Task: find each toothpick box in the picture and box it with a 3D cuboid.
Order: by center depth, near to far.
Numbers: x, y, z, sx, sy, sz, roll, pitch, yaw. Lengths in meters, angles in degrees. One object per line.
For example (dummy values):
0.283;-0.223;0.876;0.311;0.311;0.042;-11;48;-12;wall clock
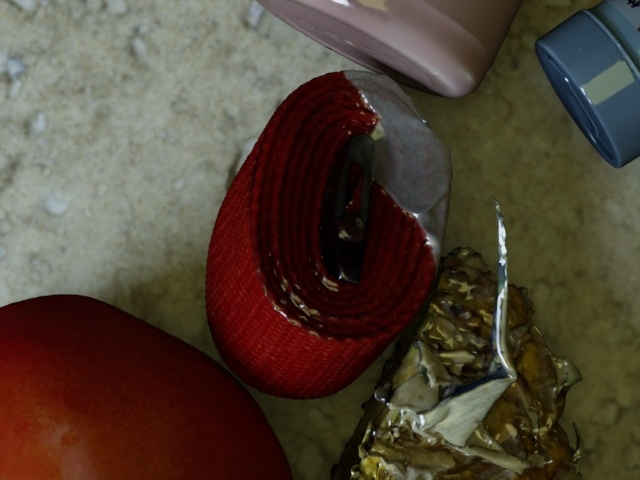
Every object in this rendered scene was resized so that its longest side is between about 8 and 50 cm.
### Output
0.228;-0.128;1.058;0.153;0.101;0.101;-34;85;2;toothpick box

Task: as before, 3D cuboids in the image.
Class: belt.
0.000;0.000;1.034;0.128;0.124;0.201;20;57;-12;belt

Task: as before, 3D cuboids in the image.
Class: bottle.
0.098;-0.247;1.050;0.206;0.173;0.297;28;87;-26;bottle

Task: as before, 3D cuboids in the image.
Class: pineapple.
0.085;0.159;1.025;0.161;0.158;0.334;29;89;4;pineapple

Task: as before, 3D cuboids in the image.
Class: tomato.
-0.165;0.171;1.001;0.298;0.226;0.299;-2;74;8;tomato
